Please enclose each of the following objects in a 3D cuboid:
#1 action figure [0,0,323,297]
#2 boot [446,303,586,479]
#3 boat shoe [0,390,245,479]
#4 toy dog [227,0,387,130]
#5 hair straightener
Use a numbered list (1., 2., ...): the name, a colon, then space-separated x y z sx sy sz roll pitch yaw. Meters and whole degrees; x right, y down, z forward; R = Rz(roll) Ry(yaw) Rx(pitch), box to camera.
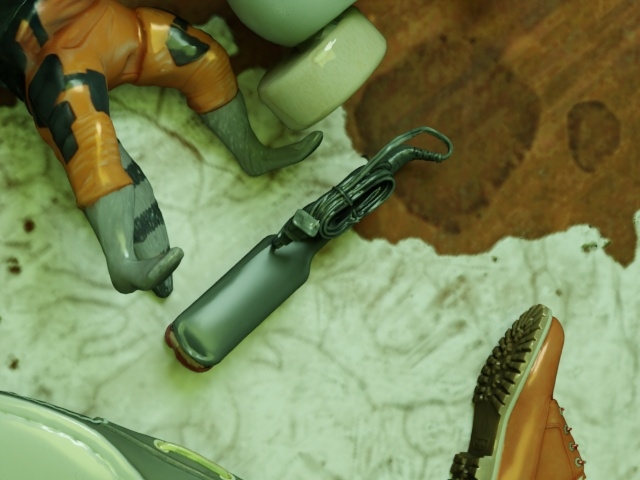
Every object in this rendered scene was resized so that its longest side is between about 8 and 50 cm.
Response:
1. action figure: -0.198 -0.099 0.894 0.330 0.178 0.341 44 51 1
2. boot: 0.144 0.124 0.996 0.085 0.059 0.157 18 88 -12
3. boat shoe: -0.111 0.173 0.915 0.305 0.091 0.109 29 101 -7
4. toy dog: 0.041 -0.231 0.918 0.220 0.161 0.333 30 64 -29
5. hair straightener: 0.000 0.000 0.962 0.230 0.089 0.047 -37 89 -14
